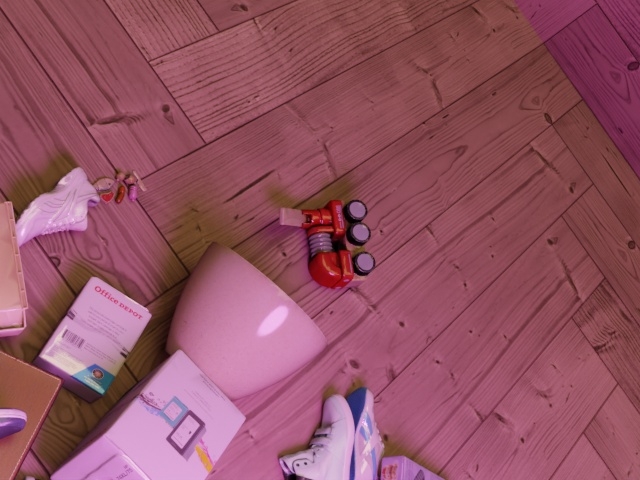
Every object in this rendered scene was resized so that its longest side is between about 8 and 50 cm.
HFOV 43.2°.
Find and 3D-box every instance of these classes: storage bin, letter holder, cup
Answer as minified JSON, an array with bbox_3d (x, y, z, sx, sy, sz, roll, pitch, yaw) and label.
[{"bbox_3d":[-0.702,0.066,1.506,0.262,0.123,0.260,-4,72,-35],"label":"storage bin"},{"bbox_3d":[-0.626,0.347,1.412,0.214,0.152,0.301,30,56,-17],"label":"letter holder"},{"bbox_3d":[-0.184,0.198,1.697,0.331,0.331,0.237,44,76,-9],"label":"cup"}]

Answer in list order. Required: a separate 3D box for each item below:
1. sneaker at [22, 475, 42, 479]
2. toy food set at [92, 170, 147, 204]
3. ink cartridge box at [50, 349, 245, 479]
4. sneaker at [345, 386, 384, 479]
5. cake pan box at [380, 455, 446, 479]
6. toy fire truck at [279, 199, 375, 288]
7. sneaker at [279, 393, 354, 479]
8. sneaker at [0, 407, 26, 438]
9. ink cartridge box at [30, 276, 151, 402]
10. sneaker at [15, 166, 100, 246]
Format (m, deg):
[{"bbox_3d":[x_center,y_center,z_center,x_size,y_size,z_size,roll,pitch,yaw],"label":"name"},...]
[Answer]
[{"bbox_3d":[-0.481,0.573,1.430,0.147,0.104,0.295,15,57,-22],"label":"sneaker"},{"bbox_3d":[-0.450,-0.117,1.820,0.122,0.019,0.078,-30,87,-39],"label":"toy food set"},{"bbox_3d":[-0.316,0.387,1.517,0.197,0.198,0.270,47,32,-6],"label":"ink cartridge box"},{"bbox_3d":[0.098,0.458,1.889,0.092,0.087,0.228,20,66,-33],"label":"sneaker"},{"bbox_3d":[0.217,0.649,1.827,0.246,0.070,0.266,36,49,-42],"label":"cake pan box"},{"bbox_3d":[0.000,0.000,1.998,0.247,0.158,0.216,1,69,-21],"label":"toy fire truck"},{"bbox_3d":[-0.011,0.457,1.805,0.151,0.094,0.255,16,60,-24],"label":"sneaker"},{"bbox_3d":[-0.571,0.363,1.280,0.226,0.086,0.163,-11,62,-23],"label":"sneaker"},{"bbox_3d":[-0.459,0.199,1.628,0.148,0.086,0.203,36,53,-14],"label":"ink cartridge box"},{"bbox_3d":[-0.544,-0.053,1.688,0.115,0.090,0.232,47,52,-11],"label":"sneaker"}]
